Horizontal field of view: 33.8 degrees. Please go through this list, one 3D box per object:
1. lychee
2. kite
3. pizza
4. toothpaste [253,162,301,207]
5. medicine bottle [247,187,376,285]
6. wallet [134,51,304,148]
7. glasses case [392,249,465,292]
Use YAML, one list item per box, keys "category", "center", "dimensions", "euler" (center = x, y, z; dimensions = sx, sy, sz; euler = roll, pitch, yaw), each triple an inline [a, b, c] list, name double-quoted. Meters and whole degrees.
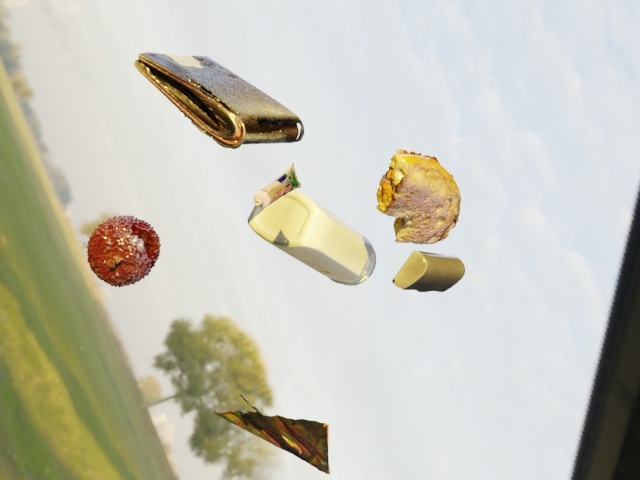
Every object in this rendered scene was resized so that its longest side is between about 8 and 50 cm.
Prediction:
- category: "lychee"
  center: [-0.329, 0.016, 1.787]
  dimensions: [0.129, 0.123, 0.123]
  euler: [-10, 76, -64]
- category: "kite"
  center: [-0.053, 0.332, 1.766]
  dimensions: [0.321, 0.016, 0.234]
  euler: [-5, -47, 52]
- category: "pizza"
  center: [0.189, -0.085, 2.056]
  dimensions: [0.305, 0.161, 0.086]
  euler: [51, 15, -57]
- category: "toothpaste"
  center: [-0.070, -0.085, 1.733]
  dimensions: [0.170, 0.028, 0.045]
  euler: [-42, 113, -62]
- category: "medicine bottle"
  center: [0.000, 0.000, 2.174]
  dimensions: [0.179, 0.124, 0.324]
  euler: [21, -8, 34]
- category: "wallet"
  center: [-0.174, -0.257, 1.874]
  dimensions: [0.262, 0.221, 0.071]
  euler: [38, -65, 19]
- category: "glasses case"
  center: [0.192, 0.058, 1.835]
  dimensions: [0.042, 0.072, 0.190]
  euler: [48, 18, 22]
